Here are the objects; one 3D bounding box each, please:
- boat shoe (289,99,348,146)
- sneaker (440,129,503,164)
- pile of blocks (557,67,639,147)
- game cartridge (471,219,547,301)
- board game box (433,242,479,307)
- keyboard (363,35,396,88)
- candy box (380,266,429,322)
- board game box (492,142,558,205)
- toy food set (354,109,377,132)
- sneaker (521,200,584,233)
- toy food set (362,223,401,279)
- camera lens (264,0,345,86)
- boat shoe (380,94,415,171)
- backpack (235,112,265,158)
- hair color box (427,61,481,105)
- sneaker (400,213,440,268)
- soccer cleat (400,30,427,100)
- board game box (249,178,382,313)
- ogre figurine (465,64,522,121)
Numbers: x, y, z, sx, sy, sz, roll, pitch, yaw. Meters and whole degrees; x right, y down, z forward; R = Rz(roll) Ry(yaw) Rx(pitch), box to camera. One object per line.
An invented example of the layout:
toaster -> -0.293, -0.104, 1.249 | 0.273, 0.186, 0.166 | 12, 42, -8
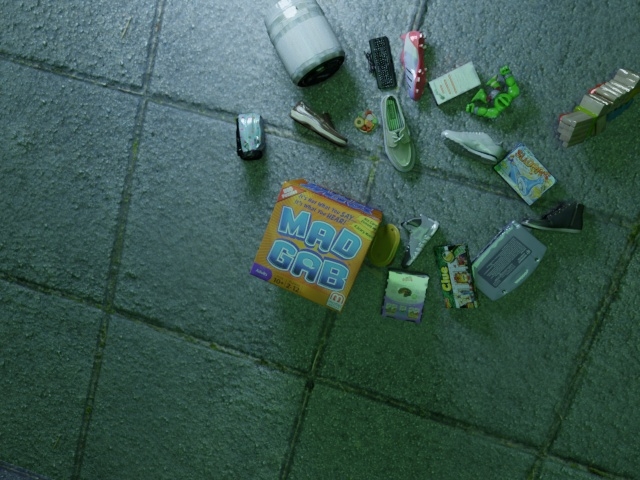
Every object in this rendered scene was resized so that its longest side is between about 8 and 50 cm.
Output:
boat shoe -> 0.005, -0.463, 1.744 | 0.258, 0.095, 0.095 | 32, 97, 2
sneaker -> 0.571, -0.371, 1.688 | 0.235, 0.090, 0.094 | 24, 89, 0
pile of blocks -> 0.993, -0.481, 1.601 | 0.362, 0.149, 0.112 | -36, 50, 3
game cartridge -> 0.725, 0.088, 1.750 | 0.196, 0.060, 0.294 | 42, 103, 3
board game box -> 0.538, 0.144, 1.769 | 0.136, 0.030, 0.259 | -8, 100, 41
keyboard -> 0.226, -0.675, 1.702 | 0.100, 0.038, 0.191 | -12, 97, 10
candy box -> 0.342, 0.222, 1.820 | 0.165, 0.070, 0.196 | 10, 101, 7
board game box -> 0.775, -0.251, 1.693 | 0.201, 0.035, 0.136 | 45, 103, -1
toy food set -> 0.180, -0.467, 1.752 | 0.083, 0.020, 0.082 | 38, 103, 1
sneaker -> 0.878, -0.094, 1.690 | 0.222, 0.083, 0.117 | 6, 94, -1
toy food set -> 0.262, 0.041, 1.805 | 0.128, 0.071, 0.217 | 28, 98, 41
camera lens -> -0.055, -0.726, 1.641 | 0.220, 0.219, 0.274 | -28, 94, 12
boat shoe -> 0.288, -0.408, 1.708 | 0.109, 0.094, 0.302 | -17, 97, 11
backpack -> -0.280, -0.414, 1.779 | 0.115, 0.152, 0.181 | -4, 96, -7
hair color box -> 0.499, -0.584, 1.669 | 0.167, 0.053, 0.093 | -24, 97, 10
sneaker -> 0.359, -0.009, 1.780 | 0.132, 0.086, 0.228 | 36, 93, 6
soccer cleat -> 0.345, -0.654, 1.677 | 0.095, 0.083, 0.247 | 10, 108, 37
board game box -> 0.000, 0.000, 1.688 | 0.357, 0.356, 0.356 | 23, 102, 5
ogre figurine -> 0.643, -0.525, 1.637 | 0.197, 0.097, 0.118 | -44, 79, 1
